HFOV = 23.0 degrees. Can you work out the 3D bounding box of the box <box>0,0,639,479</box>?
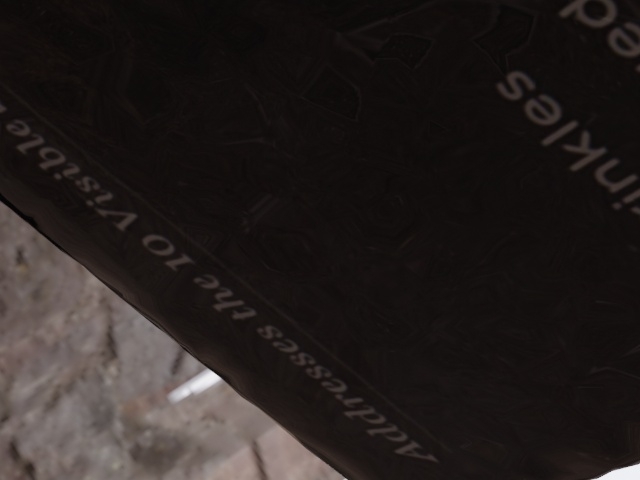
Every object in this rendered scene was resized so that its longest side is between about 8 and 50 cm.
[{"bbox_3d":[0.036,-0.227,0.334,0.480,0.297,0.472,40,-39,-13],"label":"box"}]
